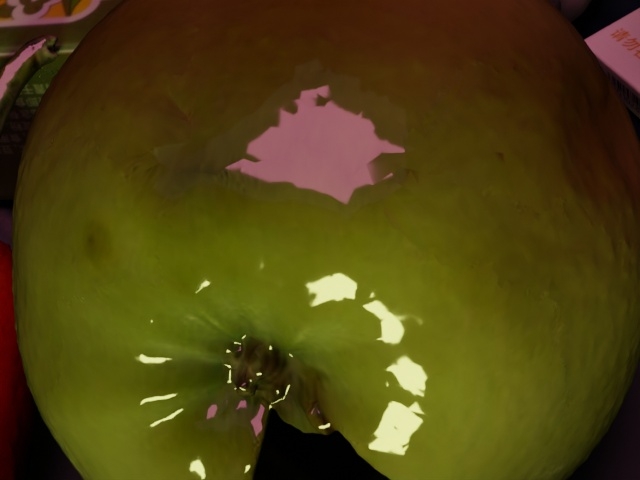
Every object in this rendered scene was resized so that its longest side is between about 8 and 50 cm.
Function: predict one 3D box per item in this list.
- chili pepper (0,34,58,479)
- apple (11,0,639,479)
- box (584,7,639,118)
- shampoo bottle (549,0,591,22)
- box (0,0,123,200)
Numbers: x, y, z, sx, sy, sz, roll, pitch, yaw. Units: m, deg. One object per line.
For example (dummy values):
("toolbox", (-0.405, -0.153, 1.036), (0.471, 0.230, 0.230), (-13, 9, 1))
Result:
("chili pepper", (-0.206, 0.057, 0.739), (0.134, 0.131, 0.338), (3, 56, -11))
("apple", (0.008, -0.017, 0.652), (0.295, 0.233, 0.258), (9, 24, 8))
("box", (0.279, -0.131, 0.867), (0.220, 0.032, 0.122), (-30, 50, -12))
("shampoo bottle", (0.133, -0.161, 0.903), (0.074, 0.074, 0.192), (19, 57, 28))
("box", (-0.241, -0.204, 0.993), (0.420, 0.138, 0.373), (0, 50, 15))
